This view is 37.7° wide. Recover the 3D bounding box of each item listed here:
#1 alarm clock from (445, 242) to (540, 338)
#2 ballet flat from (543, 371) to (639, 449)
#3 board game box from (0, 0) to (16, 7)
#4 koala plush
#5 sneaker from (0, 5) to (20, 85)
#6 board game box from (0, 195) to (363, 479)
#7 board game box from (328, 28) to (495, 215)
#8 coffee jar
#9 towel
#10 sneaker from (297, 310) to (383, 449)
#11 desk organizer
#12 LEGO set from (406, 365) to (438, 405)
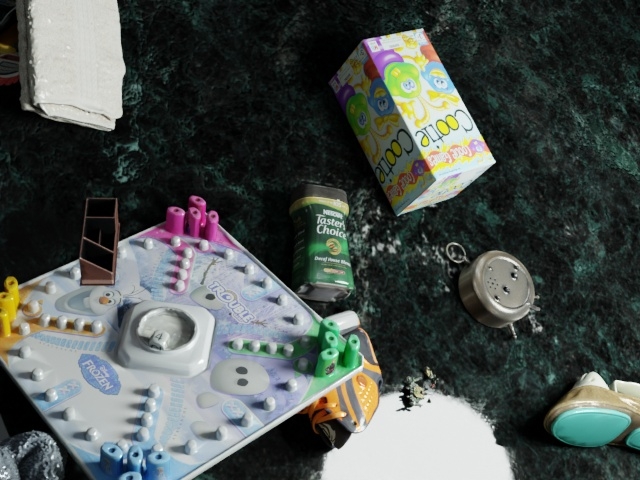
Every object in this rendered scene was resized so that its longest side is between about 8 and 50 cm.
[{"bbox_3d":[0.293,0.070,1.624,0.192,0.064,0.129,39,55,-2],"label":"alarm clock"},{"bbox_3d":[0.509,0.291,1.606,0.342,0.116,0.124,12,42,-22],"label":"ballet flat"},{"bbox_3d":[-0.533,-0.427,1.416,0.194,0.060,0.194,20,75,-19],"label":"board game box"},{"bbox_3d":[-0.426,0.287,1.086,0.221,0.196,0.203,26,46,-14],"label":"koala plush"},{"bbox_3d":[-0.423,-0.324,1.427,0.088,0.093,0.225,40,55,-5],"label":"sneaker"},{"bbox_3d":[-0.204,0.118,1.246,0.390,0.050,0.390,-27,53,-34],"label":"board game box"},{"bbox_3d":[0.156,-0.208,1.635,0.144,0.142,0.275,-19,76,-32],"label":"board game box"},{"bbox_3d":[0.000,0.000,1.494,0.096,0.079,0.184,8,63,-24],"label":"coffee jar"},{"bbox_3d":[-0.372,-0.309,1.392,0.187,0.049,0.282,4,78,-61],"label":"towel"},{"bbox_3d":[-0.032,0.226,1.342,0.321,0.124,0.180,-18,75,-32],"label":"sneaker"},{"bbox_3d":[-0.302,0.000,1.282,0.047,0.050,0.130,0,41,-9],"label":"desk organizer"},{"bbox_3d":[0.158,0.238,1.499,0.083,0.023,0.054,-19,78,-46],"label":"LEGO set"}]
